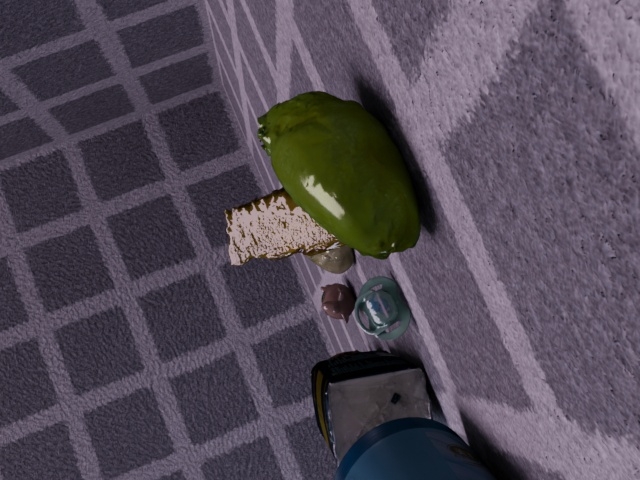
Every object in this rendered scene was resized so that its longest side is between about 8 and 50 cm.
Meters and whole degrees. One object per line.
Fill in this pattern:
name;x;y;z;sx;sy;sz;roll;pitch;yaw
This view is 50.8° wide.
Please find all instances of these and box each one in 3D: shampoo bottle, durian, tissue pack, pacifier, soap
shampoo bottle;0.216;0.563;1.288;0.342;0.331;0.331;-139;28;-74
durian;0.048;-0.111;1.154;0.256;0.204;0.339;56;172;-35
tissue pack;0.127;0.434;1.773;0.416;0.264;0.253;136;125;-81
pacifier;0.147;0.162;1.555;0.150;0.126;0.116;58;-166;21
soap;-0.064;-0.036;1.541;0.304;0.338;0.169;-140;27;-78

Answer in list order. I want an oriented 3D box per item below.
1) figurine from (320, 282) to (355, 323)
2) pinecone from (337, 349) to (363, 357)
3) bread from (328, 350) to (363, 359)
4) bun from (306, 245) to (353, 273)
figurine;0.056;0.206;2.252;0.138;0.125;0.125;-136;25;-69
pinecone;0.119;0.449;2.155;0.202;0.201;0.229;31;-160;8
bread;0.101;0.502;2.368;0.070;0.236;0.236;179;69;-86
bun;0.000;0.000;1.983;0.229;0.145;0.229;160;90;-80
